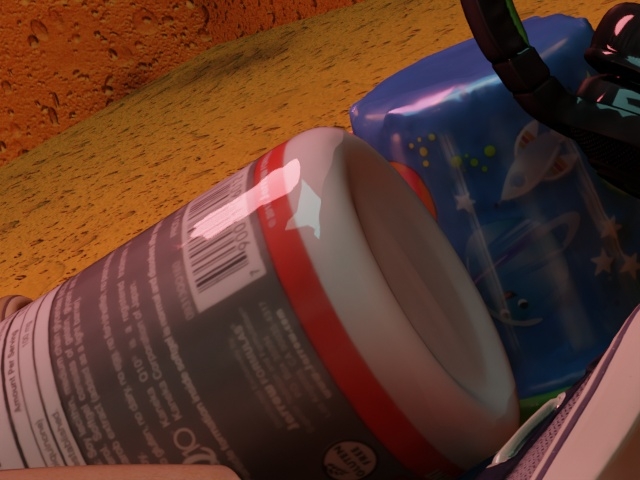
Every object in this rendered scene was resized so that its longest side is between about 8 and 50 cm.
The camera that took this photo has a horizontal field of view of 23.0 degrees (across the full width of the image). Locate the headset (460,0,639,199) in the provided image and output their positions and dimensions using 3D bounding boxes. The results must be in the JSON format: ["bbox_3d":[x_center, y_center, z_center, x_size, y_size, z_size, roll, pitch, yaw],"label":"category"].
[{"bbox_3d":[0.246,-0.107,0.834,0.243,0.394,0.185,-42,7,0],"label":"headset"}]

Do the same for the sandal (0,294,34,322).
[{"bbox_3d":[-0.250,0.130,1.383,0.086,0.120,0.303,2,12,-12],"label":"sandal"}]

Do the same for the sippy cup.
[{"bbox_3d":[0.134,-0.018,1.020,0.305,0.224,0.240,-28,15,-18],"label":"sippy cup"}]

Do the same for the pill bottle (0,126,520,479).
[{"bbox_3d":[-0.088,0.110,0.893,0.363,0.210,0.210,-31,12,17],"label":"pill bottle"}]

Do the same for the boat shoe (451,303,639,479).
[{"bbox_3d":[0.126,0.114,0.765,0.158,0.127,0.340,-22,9,42],"label":"boat shoe"}]

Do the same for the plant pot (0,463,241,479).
[{"bbox_3d":[-0.147,0.206,0.693,0.274,0.257,0.256,-17,12,-17],"label":"plant pot"}]

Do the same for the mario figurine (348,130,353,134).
[{"bbox_3d":[0.000,0.000,1.260,0.198,0.170,0.320,11,32,13],"label":"mario figurine"}]
